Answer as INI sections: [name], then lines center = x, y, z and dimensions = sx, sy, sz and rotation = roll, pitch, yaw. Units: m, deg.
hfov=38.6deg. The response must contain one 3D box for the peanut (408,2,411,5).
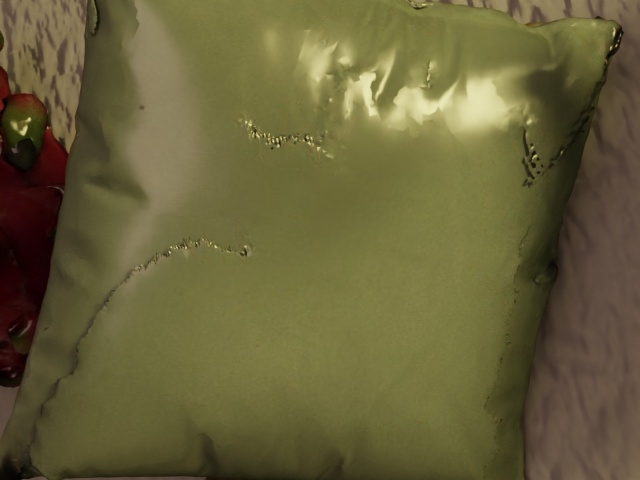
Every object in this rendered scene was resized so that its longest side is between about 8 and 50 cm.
[peanut]
center = -0.036, -0.082, 0.606
dimensions = 0.236, 0.110, 0.120
rotation = -37, 61, 13

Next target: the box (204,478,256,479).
[box]
center = -0.047, 0.241, 0.585
dimensions = 0.240, 0.071, 0.159
rotation = -46, 70, 11

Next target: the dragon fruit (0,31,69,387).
[dragon fruit]
center = -0.262, -0.025, 0.662
dimensions = 0.198, 0.218, 0.273
rotation = -30, 61, -22

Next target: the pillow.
[pillow]
center = 0.000, 0.000, 0.506
dimensions = 0.310, 0.119, 0.312
rotation = 8, 95, -16
